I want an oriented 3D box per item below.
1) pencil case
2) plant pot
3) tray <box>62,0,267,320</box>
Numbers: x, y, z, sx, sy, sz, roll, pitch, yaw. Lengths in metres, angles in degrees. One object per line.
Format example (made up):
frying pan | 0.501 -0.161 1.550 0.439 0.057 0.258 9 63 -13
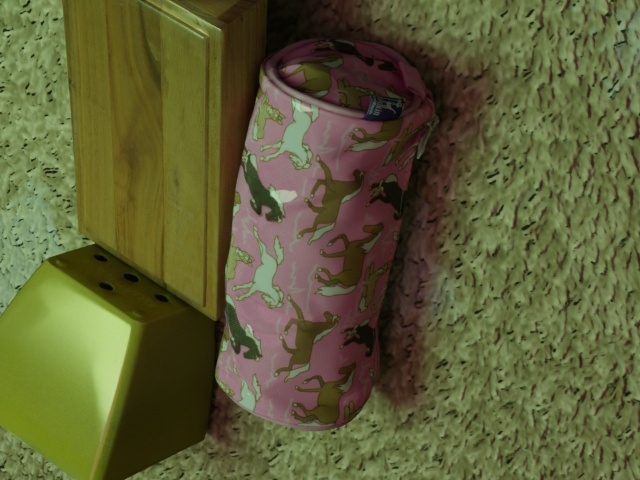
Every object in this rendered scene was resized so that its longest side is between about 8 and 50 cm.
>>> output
pencil case | 0.000 0.000 1.646 0.167 0.160 0.386 29 124 29
plant pot | -0.235 0.118 1.855 0.212 0.212 0.187 32 114 22
tray | -0.160 -0.115 1.691 0.202 0.076 0.411 31 142 22
